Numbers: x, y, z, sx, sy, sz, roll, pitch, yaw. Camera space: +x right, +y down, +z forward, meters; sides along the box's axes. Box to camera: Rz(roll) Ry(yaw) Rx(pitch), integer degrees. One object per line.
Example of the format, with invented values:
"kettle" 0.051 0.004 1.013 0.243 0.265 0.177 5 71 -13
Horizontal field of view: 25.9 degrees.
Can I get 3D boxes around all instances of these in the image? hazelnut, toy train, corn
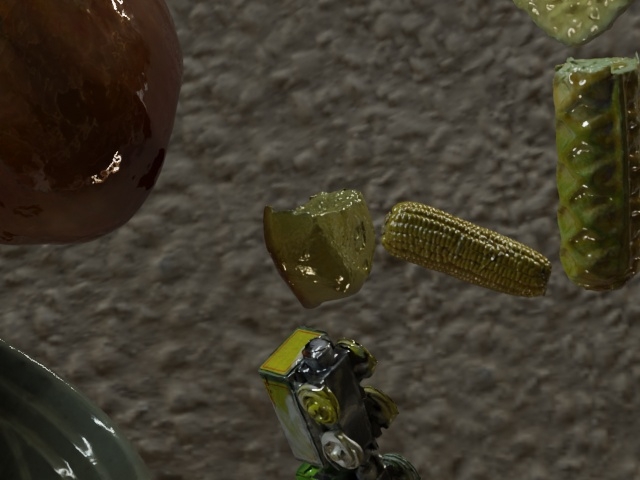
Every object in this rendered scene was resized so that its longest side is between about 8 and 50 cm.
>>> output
"hazelnut" -0.297 -0.170 1.351 0.366 0.366 0.365 4 80 -27
"toy train" 0.017 0.143 0.937 0.060 0.081 0.202 -45 129 -34
"corn" 0.190 0.013 1.809 0.231 0.080 0.080 19 72 4

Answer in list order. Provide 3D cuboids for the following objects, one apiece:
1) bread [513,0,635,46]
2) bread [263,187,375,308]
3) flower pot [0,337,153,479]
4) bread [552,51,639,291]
"bread" 0.183 -0.226 0.703 0.178 0.266 0.141 -6 62 -30
"bread" 0.001 0.010 1.540 0.156 0.086 0.125 -20 98 -63
"flower pot" -0.207 0.139 0.706 0.235 0.235 0.140 32 98 -20
"bread" 0.306 -0.070 1.526 0.098 0.087 0.269 -26 118 -46
